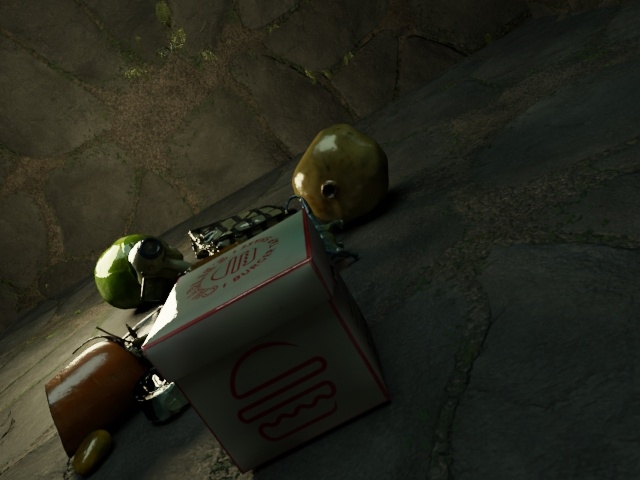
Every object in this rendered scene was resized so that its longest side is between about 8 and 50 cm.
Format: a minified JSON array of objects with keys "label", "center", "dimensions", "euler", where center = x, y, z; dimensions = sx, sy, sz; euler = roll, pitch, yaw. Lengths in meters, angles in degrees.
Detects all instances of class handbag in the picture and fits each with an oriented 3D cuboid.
[{"label":"handbag","center":[-0.267,-0.016,1.918],"dimensions":[0.326,0.163,0.325],"euler":[-18,13,-26]},{"label":"handbag","center":[-0.524,0.310,1.690],"dimensions":[0.244,0.088,0.275],"euler":[-4,31,48]}]

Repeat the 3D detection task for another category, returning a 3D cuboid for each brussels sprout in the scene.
[{"label":"brussels sprout","center":[-0.753,0.120,2.251],"dimensions":[0.354,0.290,0.281],"euler":[-17,-9,-46]}]

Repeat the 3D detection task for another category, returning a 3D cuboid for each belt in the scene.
[{"label":"belt","center":[-0.373,0.360,1.311],"dimensions":[0.151,0.078,0.198],"euler":[-30,15,-10]}]

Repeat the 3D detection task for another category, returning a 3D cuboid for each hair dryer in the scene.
[{"label":"hair dryer","center":[-0.521,0.106,1.819],"dimensions":[0.295,0.298,0.119],"euler":[-23,46,47]}]

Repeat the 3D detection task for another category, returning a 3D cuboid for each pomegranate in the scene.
[{"label":"pomegranate","center":[0.063,-0.214,1.779],"dimensions":[0.332,0.333,0.332],"euler":[-28,18,10]}]

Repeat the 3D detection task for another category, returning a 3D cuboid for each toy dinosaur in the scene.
[{"label":"toy dinosaur","center":[0.011,0.003,1.518],"dimensions":[0.147,0.363,0.076],"euler":[-2,-38,-23]}]

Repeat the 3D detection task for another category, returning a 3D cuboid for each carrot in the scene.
[{"label":"carrot","center":[-0.568,0.368,1.404],"dimensions":[0.214,0.193,0.331],"euler":[35,57,25]}]

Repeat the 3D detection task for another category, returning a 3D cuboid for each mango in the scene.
[{"label":"mango","center":[-0.532,0.493,1.253],"dimensions":[0.078,0.057,0.114],"euler":[-20,28,18]}]

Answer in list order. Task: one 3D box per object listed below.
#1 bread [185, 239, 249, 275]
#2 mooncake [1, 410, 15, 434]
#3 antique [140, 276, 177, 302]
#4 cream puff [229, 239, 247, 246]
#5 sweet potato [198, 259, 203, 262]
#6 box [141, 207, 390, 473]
[{"label":"bread","center":[-0.193,0.114,1.446],"dimensions":[0.250,0.225,0.279],"euler":[-20,10,14]},{"label":"mooncake","center":[-0.903,0.523,1.763],"dimensions":[0.346,0.057,0.150],"euler":[-29,5,16]},{"label":"antique","center":[-0.498,0.179,1.810],"dimensions":[0.081,0.080,0.221],"euler":[-3,-14,22]},{"label":"cream puff","center":[-0.245,0.109,1.694],"dimensions":[0.169,0.183,0.183],"euler":[-51,8,27]},{"label":"sweet potato","center":[-0.425,0.122,1.996],"dimensions":[0.109,0.109,0.385],"euler":[-33,18,-6]},{"label":"box","center":[-0.085,0.169,0.995],"dimensions":[0.312,0.300,0.314],"euler":[-29,17,6]}]
